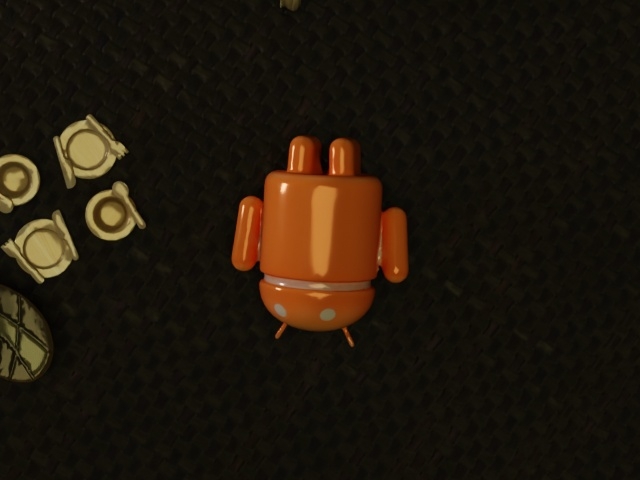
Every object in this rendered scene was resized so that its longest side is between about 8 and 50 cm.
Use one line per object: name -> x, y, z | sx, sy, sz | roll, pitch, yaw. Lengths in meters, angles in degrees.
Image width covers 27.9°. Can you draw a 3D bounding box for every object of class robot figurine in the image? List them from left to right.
robot figurine -> 0.002, 0.000, 1.354 | 0.158, 0.128, 0.219 | 1, 97, -29

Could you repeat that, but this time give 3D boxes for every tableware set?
tableware set -> -0.275, -0.044, 1.381 | 0.169, 0.020, 0.141 | -26, 97, -1

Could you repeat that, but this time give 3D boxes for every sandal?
sandal -> -0.377, 0.075, 1.372 | 0.219, 0.060, 0.090 | 24, 88, 8

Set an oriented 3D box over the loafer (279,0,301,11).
loafer -> -0.053, -0.310, 1.355 | 0.050, 0.056, 0.148 | -13, 87, -2
